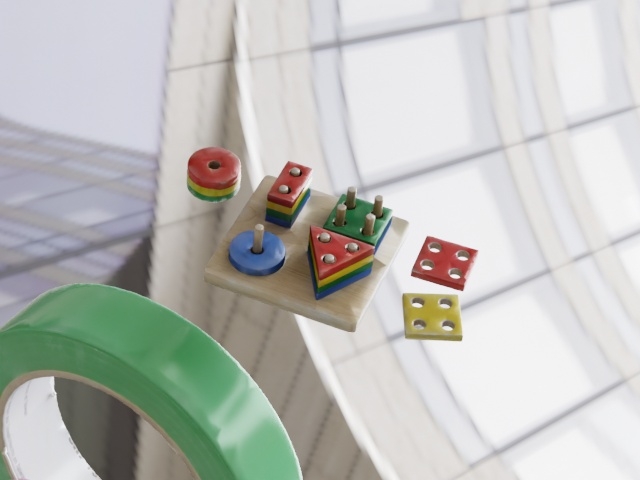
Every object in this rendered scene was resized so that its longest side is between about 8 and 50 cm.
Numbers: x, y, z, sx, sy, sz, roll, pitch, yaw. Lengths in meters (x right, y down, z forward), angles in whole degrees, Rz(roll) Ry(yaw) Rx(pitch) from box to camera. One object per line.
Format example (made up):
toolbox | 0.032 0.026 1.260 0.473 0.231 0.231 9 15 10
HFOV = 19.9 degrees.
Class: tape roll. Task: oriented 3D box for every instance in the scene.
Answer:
tape roll | -0.166 0.191 1.590 0.321 0.077 0.321 20 -48 24

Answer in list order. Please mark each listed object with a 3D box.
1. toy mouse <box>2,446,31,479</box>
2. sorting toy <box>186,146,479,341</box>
toy mouse | -0.242 0.260 1.581 0.161 0.031 0.143 62 -27 20
sorting toy | 0.000 0.000 1.482 0.274 0.132 0.046 19 -45 12
